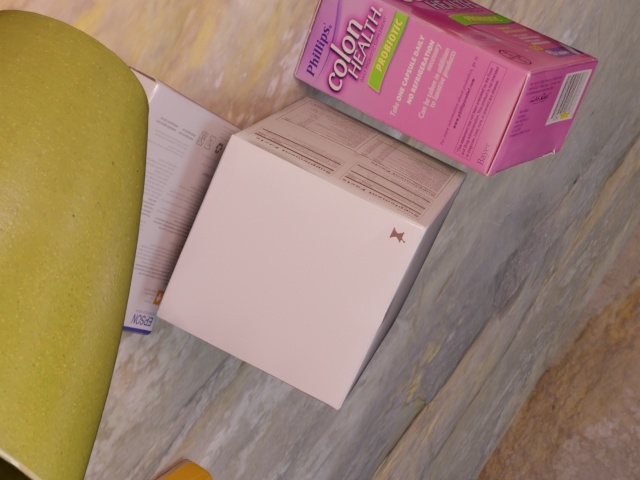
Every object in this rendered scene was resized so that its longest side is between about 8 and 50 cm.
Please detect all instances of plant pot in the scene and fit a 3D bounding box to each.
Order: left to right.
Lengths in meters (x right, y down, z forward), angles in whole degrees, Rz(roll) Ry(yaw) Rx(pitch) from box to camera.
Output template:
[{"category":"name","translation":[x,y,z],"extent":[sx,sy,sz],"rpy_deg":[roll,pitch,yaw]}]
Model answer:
[{"category":"plant pot","translation":[-0.233,0.003,0.897],"extent":[0.275,0.274,0.293],"rpy_deg":[79,28,-58]}]

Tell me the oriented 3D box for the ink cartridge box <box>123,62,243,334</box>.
[{"category":"ink cartridge box","translation":[-0.167,-0.029,1.233],"extent":[0.224,0.045,0.223],"rpy_deg":[-62,160,1]}]

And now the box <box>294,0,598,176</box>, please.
[{"category":"box","translation":[0.138,-0.184,1.452],"extent":[0.213,0.243,0.117],"rpy_deg":[-19,133,-59]}]

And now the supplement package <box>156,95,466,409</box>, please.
[{"category":"supplement package","translation":[0.000,0.000,1.349],"extent":[0.199,0.198,0.262],"rpy_deg":[-65,173,18]}]

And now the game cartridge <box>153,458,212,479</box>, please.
[{"category":"game cartridge","translation":[-0.263,0.438,1.591],"extent":[0.323,0.052,0.285],"rpy_deg":[-32,144,-53]}]
